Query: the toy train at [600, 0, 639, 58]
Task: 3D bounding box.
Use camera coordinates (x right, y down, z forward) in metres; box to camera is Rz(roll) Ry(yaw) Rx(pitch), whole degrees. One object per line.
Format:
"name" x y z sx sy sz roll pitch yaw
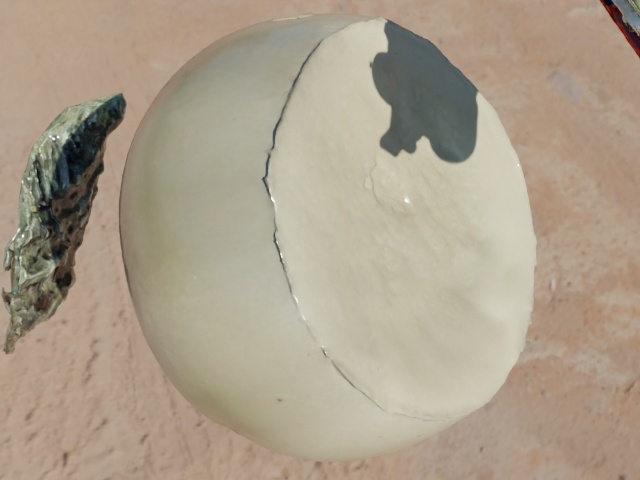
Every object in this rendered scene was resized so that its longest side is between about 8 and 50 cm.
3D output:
"toy train" 0.178 -0.136 0.426 0.083 0.131 0.204 -34 50 22

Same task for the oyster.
"oyster" -0.283 -0.017 0.892 0.087 0.199 0.252 17 51 -5

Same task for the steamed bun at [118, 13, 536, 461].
"steamed bun" 0.000 0.000 0.637 0.206 0.324 0.324 -13 30 46
